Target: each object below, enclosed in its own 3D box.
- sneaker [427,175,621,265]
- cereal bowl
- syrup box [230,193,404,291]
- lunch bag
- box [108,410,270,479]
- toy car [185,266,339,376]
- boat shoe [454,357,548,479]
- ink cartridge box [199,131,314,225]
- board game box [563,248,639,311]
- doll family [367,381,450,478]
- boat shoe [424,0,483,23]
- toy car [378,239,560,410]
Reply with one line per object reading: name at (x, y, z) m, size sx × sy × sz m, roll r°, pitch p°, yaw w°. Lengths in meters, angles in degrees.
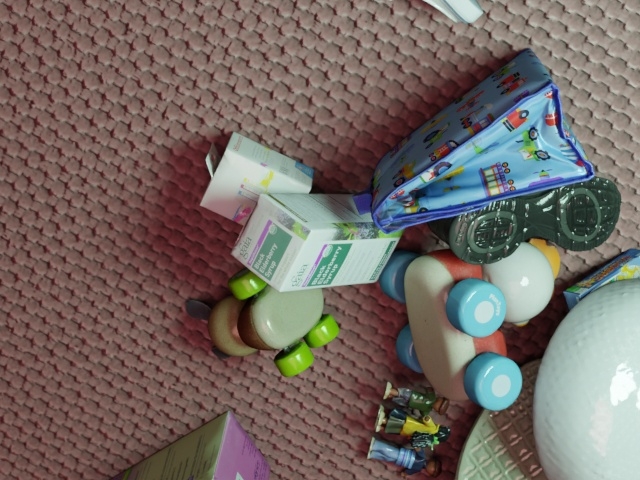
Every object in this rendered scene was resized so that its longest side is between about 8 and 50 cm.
sneaker at (0.271, -0.045, 1.709) m, size 0.286 × 0.130 × 0.109 m, roll -5°, pitch 109°, yaw -26°
cereal bowl at (0.451, 0.222, 1.700) m, size 0.338 × 0.141 × 0.339 m, roll -4°, pitch 98°, yaw -31°
syrup box at (0.000, 0.000, 1.671) m, size 0.096 × 0.237 × 0.093 m, roll 36°, pitch 110°, yaw 26°
lunch bag at (0.174, -0.108, 1.638) m, size 0.293 × 0.221 × 0.138 m, roll -24°, pitch 106°, yaw 10°
box at (-0.207, 0.388, 1.825) m, size 0.243 × 0.213 × 0.117 m, roll -30°, pitch 105°, yaw 11°
toy car at (-0.099, 0.109, 1.795) m, size 0.188 × 0.149 × 0.155 m, roll -19°, pitch 106°, yaw 38°
boat shoe at (0.279, 0.412, 1.810) m, size 0.186 × 0.156 × 0.500 m, roll 10°, pitch 80°, yaw 22°
ink cartridge box at (-0.093, -0.076, 1.727) m, size 0.143 × 0.092 × 0.090 m, roll 25°, pitch 108°, yaw -5°
board game box at (0.421, 0.131, 1.776) m, size 0.136 × 0.035 × 0.201 m, roll -30°, pitch 109°, yaw -25°
doll family at (0.133, 0.277, 1.839) m, size 0.111 × 0.076 × 0.193 m, roll 13°, pitch 149°, yaw 1°
boat shoe at (0.090, -0.351, 1.635) m, size 0.258 × 0.095 × 0.084 m, roll 41°, pitch 110°, yaw 0°
toy car at (0.242, 0.088, 1.746) m, size 0.238 × 0.219 × 0.210 m, roll -22°, pitch 109°, yaw -21°
